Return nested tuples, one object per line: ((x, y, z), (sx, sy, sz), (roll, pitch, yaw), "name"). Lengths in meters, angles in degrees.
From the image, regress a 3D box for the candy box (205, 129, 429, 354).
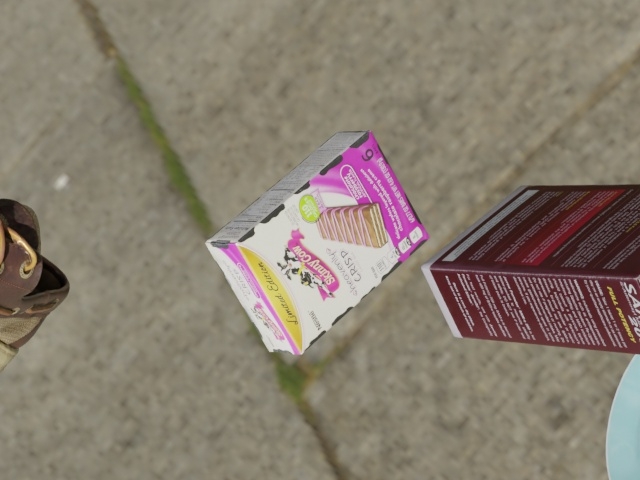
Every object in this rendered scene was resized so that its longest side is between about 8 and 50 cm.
((0.000, 0.000, 2.092), (0.233, 0.159, 0.071), (-41, 23, -28), "candy box")

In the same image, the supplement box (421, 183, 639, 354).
((0.205, 0.018, 1.367), (0.130, 0.073, 0.239), (-37, 21, -29), "supplement box")

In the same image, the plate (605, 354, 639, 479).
((0.323, 0.171, 1.654), (0.188, 0.024, 0.188), (-47, 35, 49), "plate")

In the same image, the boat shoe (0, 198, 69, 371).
((-0.271, 0.007, 1.365), (0.123, 0.342, 0.123), (-35, 68, -2), "boat shoe")
